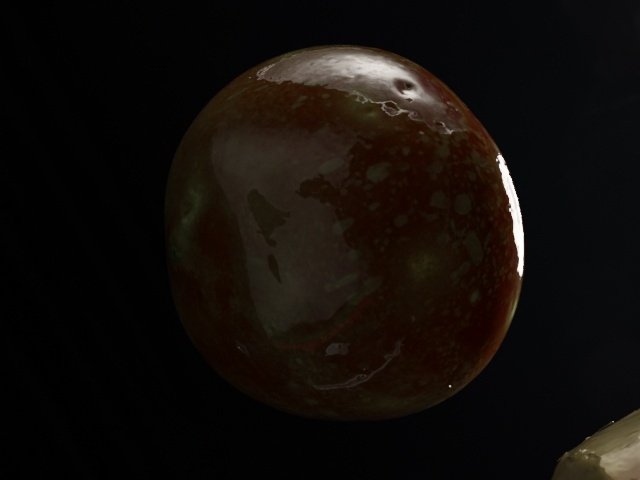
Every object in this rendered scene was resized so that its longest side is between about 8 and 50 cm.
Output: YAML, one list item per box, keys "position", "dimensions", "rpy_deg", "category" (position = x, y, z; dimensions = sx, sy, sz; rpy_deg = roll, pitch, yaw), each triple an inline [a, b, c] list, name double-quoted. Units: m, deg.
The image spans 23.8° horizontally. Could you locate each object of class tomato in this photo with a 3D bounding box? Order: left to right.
- position: [0.000, 0.000, 1.064]
  dimensions: [0.222, 0.270, 0.270]
  rpy_deg: [-5, -178, -34]
  category: "tomato"

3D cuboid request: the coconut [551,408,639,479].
- position: [0.257, 0.223, 0.970]
  dimensions: [0.259, 0.259, 0.259]
  rpy_deg: [-26, -163, 8]
  category: "coconut"
